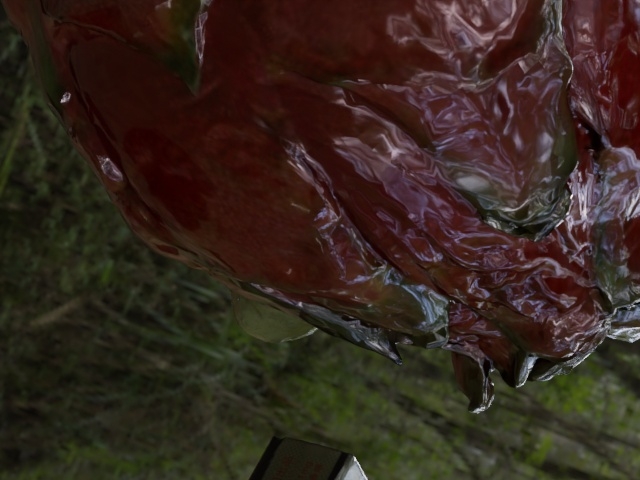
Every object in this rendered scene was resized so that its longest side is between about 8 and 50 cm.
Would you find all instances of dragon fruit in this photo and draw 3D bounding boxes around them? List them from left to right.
[{"bbox_3d":[0.029,-0.082,0.439,0.244,0.299,0.244,-43,-174,6],"label":"dragon fruit"}]

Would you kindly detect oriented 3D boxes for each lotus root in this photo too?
[{"bbox_3d":[-0.001,-0.001,0.833,0.183,0.077,0.090,-48,-163,46],"label":"lotus root"}]

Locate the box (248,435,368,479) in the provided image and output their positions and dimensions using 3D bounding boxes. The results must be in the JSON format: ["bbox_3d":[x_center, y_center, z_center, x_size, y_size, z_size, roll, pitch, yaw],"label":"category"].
[{"bbox_3d":[-0.038,0.337,1.003,0.310,0.084,0.198,-59,140,-31],"label":"box"}]
